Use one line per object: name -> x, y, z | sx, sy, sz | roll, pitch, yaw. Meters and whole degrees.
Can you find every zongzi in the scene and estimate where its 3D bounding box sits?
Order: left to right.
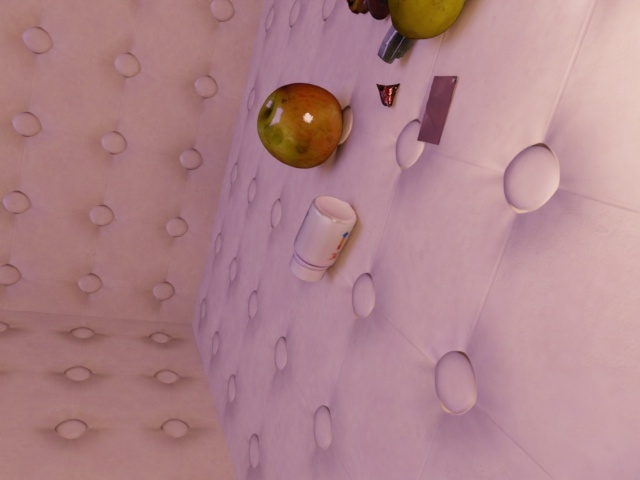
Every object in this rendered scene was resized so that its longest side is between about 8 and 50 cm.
zongzi -> 0.207, -0.479, 1.634 | 0.067, 0.074, 0.083 | -95, 23, -70

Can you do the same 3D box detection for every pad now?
pad -> 0.326, -0.366, 1.418 | 0.113, 0.006, 0.187 | 37, 117, 61

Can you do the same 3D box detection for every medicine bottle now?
medicine bottle -> 0.000, 0.000, 1.792 | 0.292, 0.170, 0.170 | -65, 29, 31

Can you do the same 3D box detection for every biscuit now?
biscuit -> 0.160, -0.995, 1.955 | 0.208, 0.041, 0.290 | -56, 35, 40

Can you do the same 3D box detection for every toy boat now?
toy boat -> 0.274, -0.670, 1.566 | 0.260, 0.085, 0.078 | -58, 32, 20

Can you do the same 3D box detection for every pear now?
pear -> 0.289, -0.667, 1.364 | 0.269, 0.213, 0.212 | 128, 144, -64

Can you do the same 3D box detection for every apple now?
apple -> -0.083, -0.451, 1.974 | 0.340, 0.340, 0.339 | -34, 52, 58

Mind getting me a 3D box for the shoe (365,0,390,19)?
shoe -> 0.187, -0.911, 1.771 | 0.137, 0.114, 0.290 | 172, 101, -70
